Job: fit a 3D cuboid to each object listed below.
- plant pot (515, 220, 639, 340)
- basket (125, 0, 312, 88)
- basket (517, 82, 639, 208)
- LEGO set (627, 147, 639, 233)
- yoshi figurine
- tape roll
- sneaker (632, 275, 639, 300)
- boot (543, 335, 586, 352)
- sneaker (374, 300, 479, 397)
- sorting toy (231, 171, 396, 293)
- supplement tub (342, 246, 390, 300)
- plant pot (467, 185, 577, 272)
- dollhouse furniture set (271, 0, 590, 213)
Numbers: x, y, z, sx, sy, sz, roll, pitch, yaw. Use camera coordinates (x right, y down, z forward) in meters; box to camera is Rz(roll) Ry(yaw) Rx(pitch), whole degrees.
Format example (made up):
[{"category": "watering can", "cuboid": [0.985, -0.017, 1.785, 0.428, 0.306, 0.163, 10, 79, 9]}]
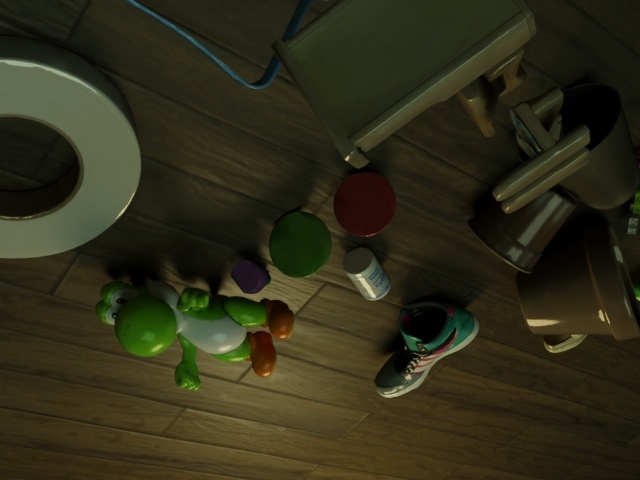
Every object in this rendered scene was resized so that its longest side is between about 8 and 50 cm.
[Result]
[{"category": "plant pot", "cuboid": [0.566, 0.110, 1.738, 0.229, 0.263, 0.263, -16, 140, 23]}, {"category": "basket", "cuboid": [-0.095, -0.372, 1.000, 0.255, 0.201, 0.288, 33, 85, -40]}, {"category": "basket", "cuboid": [0.514, -0.163, 1.496, 0.204, 0.154, 0.227, -36, 138, 18]}, {"category": "LEGO set", "cuboid": [0.710, -0.115, 1.668, 0.087, 0.093, 0.227, 5, 146, 19]}, {"category": "yoshi figurine", "cuboid": [-0.238, 0.171, 1.468, 0.363, 0.203, 0.203, 13, 160, -20]}, {"category": "tape roll", "cuboid": [-0.479, -0.130, 1.217, 0.392, 0.072, 0.391, -11, 136, -11]}, {"category": "sneaker", "cuboid": [0.877, 0.043, 1.881, 0.296, 0.109, 0.123, -34, 112, 16]}, {"category": "boot", "cuboid": [0.627, 0.177, 1.923, 0.213, 0.077, 0.165, -35, 136, 7]}, {"category": "sneaker", "cuboid": [0.213, 0.243, 1.798, 0.295, 0.123, 0.178, -42, 138, 11]}, {"category": "sorting toy", "cuboid": [0.000, 0.000, 1.524, 0.366, 0.127, 0.126, -32, 165, 16]}, {"category": "supplement tub", "cuboid": [0.098, 0.071, 1.627, 0.071, 0.071, 0.107, -28, 137, 8]}, {"category": "plant pot", "cuboid": [0.413, -0.050, 1.570, 0.167, 0.167, 0.165, 23, 113, -36]}, {"category": "dollhouse furniture set", "cuboid": [0.147, -0.210, 1.050, 0.257, 0.362, 0.394, -35, 165, 12]}]
